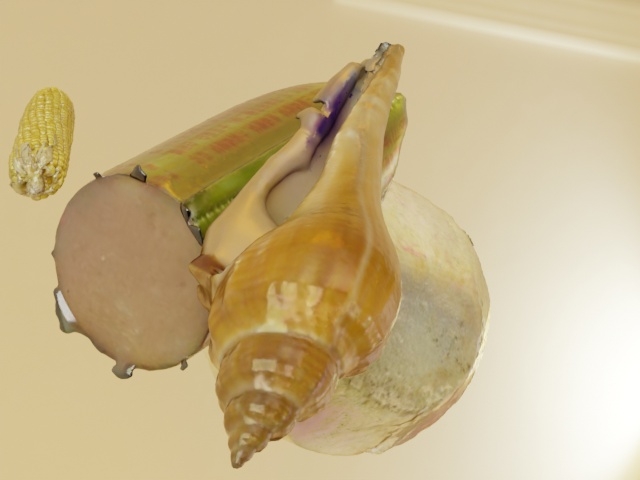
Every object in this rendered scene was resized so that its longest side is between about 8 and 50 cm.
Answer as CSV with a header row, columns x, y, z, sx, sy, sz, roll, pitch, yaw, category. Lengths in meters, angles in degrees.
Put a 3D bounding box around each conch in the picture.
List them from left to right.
x,y,z,sx,sy,sz,roll,pitch,yaw,category
0.003,0.004,0.990,0.093,0.109,0.330,52,-145,-20,conch

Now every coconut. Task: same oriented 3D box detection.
x,y,z,sx,sy,sz,roll,pitch,yaw,category
0.014,0.059,1.580,0.259,0.259,0.259,13,-90,-78,coconut

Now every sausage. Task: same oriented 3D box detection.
x,y,z,sx,sy,sz,roll,pitch,yaw,category
-0.033,-0.036,1.156,0.317,0.117,0.125,-37,-25,-51,sausage

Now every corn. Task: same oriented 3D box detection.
x,y,z,sx,sy,sz,roll,pitch,yaw,category
-0.127,-0.045,0.841,0.083,0.027,0.028,-93,-2,-57,corn
